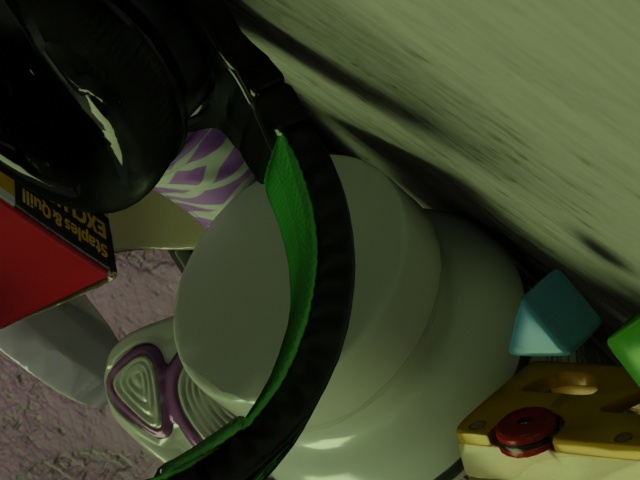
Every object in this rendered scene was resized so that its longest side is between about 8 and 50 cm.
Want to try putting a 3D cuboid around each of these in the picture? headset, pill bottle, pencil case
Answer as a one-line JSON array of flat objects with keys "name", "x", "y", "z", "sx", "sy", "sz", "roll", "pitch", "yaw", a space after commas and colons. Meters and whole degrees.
[{"name": "headset", "x": -0.149, "y": -0.061, "z": 0.744, "sx": 0.394, "sy": 0.243, "sz": 0.185, "roll": 51, "pitch": 155, "yaw": 15}, {"name": "pill bottle", "x": 0.060, "y": 0.082, "z": 0.961, "sx": 0.162, "sy": 0.162, "sz": 0.278, "roll": 30, "pitch": 172, "yaw": 47}, {"name": "pencil case", "x": -0.046, "y": -0.036, "z": 0.973, "sx": 0.086, "sy": 0.088, "sz": 0.206, "roll": 43, "pitch": 180, "yaw": 33}]

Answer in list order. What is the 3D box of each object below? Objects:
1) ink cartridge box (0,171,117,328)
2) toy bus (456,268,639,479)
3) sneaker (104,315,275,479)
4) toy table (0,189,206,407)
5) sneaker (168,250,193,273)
[{"name": "ink cartridge box", "x": -0.249, "y": -0.069, "z": 0.985, "sx": 0.309, "sy": 0.130, "sz": 0.271, "roll": 39, "pitch": -148, "yaw": -51}, {"name": "toy bus", "x": 0.163, "y": 0.105, "z": 0.819, "sx": 0.202, "sy": 0.104, "sz": 0.191, "roll": 42, "pitch": 135, "yaw": 13}, {"name": "sneaker", "x": 0.020, "y": 0.098, "z": 1.188, "sx": 0.305, "sy": 0.114, "sz": 0.152, "roll": 2, "pitch": -177, "yaw": 3}, {"name": "toy table", "x": -0.192, "y": -0.039, "z": 1.295, "sx": 0.274, "sy": 0.161, "sz": 0.252, "roll": 43, "pitch": -172, "yaw": 0}, {"name": "sneaker", "x": -0.039, "y": 0.041, "z": 1.682, "sx": 0.267, "sy": 0.101, "sz": 0.106, "roll": 36, "pitch": 172, "yaw": -17}]
